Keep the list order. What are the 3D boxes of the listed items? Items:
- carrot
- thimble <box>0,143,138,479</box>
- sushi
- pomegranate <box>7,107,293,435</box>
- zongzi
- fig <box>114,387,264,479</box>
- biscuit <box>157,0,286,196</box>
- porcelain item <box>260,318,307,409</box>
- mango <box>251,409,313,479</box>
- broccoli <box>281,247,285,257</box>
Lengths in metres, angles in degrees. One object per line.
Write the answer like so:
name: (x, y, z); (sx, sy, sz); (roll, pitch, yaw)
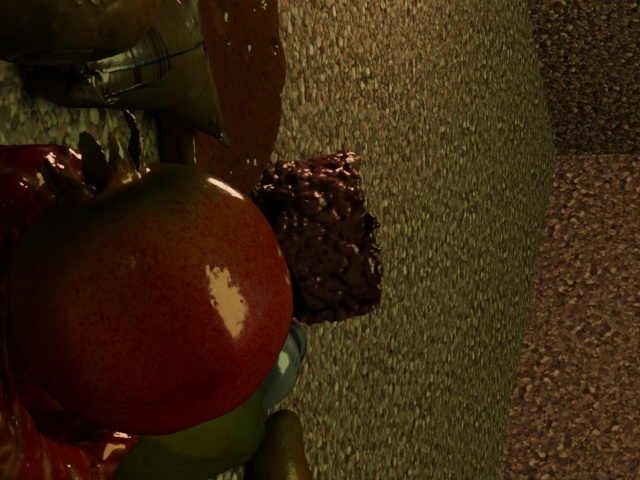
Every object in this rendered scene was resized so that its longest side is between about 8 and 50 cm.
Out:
carrot: (-0.270, -0.350, 1.290); (0.224, 0.224, 0.341); (-9, 93, -69)
thimble: (-0.304, 0.074, 1.202); (0.350, 0.230, 0.350); (2, 90, -67)
sushi: (0.000, 0.000, 2.052); (0.236, 0.171, 0.270); (-110, -171, -66)
pomegranate: (-0.139, 0.026, 1.034); (0.221, 0.221, 0.257); (-48, 125, -59)
zongzi: (-0.211, -0.168, 1.553); (0.260, 0.123, 0.289); (-56, 141, -44)
fig: (-0.178, 0.176, 1.470); (0.271, 0.239, 0.239); (32, 53, -22)
biscuit: (-0.142, -0.246, 1.821); (0.359, 0.074, 0.381); (-66, 148, -45)
porcelain item: (-0.087, 0.170, 1.901); (0.259, 0.141, 0.141); (-16, 106, -76)
mango: (-0.056, 0.378, 2.043); (0.136, 0.099, 0.227); (9, 75, -69)
broccoli: (-0.129, 0.027, 1.749); (0.154, 0.160, 0.167); (53, 25, -57)
